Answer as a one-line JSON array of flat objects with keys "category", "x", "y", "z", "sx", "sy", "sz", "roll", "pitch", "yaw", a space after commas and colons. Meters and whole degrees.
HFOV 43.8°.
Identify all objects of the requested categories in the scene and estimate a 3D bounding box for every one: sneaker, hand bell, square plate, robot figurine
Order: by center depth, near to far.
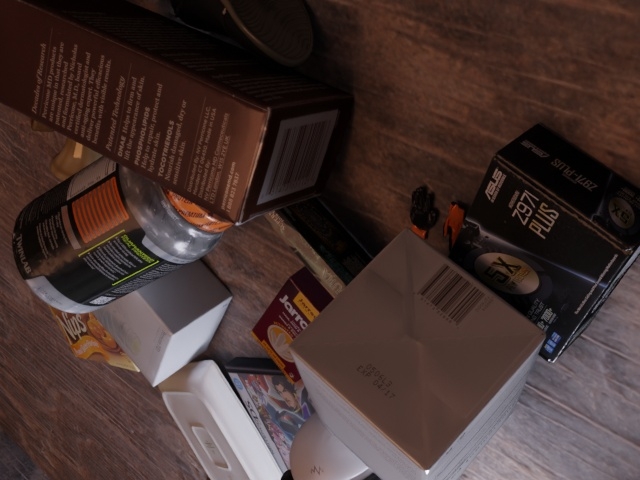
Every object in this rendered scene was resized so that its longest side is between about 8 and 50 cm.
[{"category": "sneaker", "x": -0.095, "y": -0.266, "z": 0.933, "sx": 0.222, "sy": 0.083, "sz": 0.118, "roll": 49, "pitch": 157, "yaw": 11}, {"category": "robot figurine", "x": 0.068, "y": 0.364, "z": 1.156, "sx": 0.278, "sy": 0.209, "sz": 0.173, "roll": 63, "pitch": 165, "yaw": -12}, {"category": "hand bell", "x": -0.368, "y": -0.221, "z": 1.280, "sx": 0.126, "sy": 0.126, "sz": 0.242, "roll": 33, "pitch": 127, "yaw": 29}, {"category": "square plate", "x": -0.199, "y": 0.395, "z": 1.571, "sx": 0.344, "sy": 0.049, "sz": 0.347, "roll": 61, "pitch": 151, "yaw": -6}]

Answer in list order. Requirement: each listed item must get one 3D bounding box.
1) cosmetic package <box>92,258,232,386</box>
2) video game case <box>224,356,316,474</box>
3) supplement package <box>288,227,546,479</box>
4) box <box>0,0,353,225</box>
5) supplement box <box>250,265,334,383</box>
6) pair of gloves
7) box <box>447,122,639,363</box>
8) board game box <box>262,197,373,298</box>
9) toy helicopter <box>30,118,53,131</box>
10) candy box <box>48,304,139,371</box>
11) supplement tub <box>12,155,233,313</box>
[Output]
[{"category": "cosmetic package", "x": -0.296, "y": 0.101, "z": 1.402, "sx": 0.225, "sy": 0.138, "sz": 0.224, "roll": 46, "pitch": 144, "yaw": 12}, {"category": "video game case", "x": -0.029, "y": 0.313, "z": 1.343, "sx": 0.275, "sy": 0.035, "sz": 0.248, "roll": -8, "pitch": 111, "yaw": 52}, {"category": "supplement package", "x": 0.103, "y": 0.156, "z": 0.861, "sx": 0.177, "sy": 0.175, "sz": 0.293, "roll": 39, "pitch": 163, "yaw": 22}, {"category": "box", "x": -0.179, "y": -0.168, "z": 0.920, "sx": 0.381, "sy": 0.191, "sz": 0.143, "roll": 29, "pitch": 115, "yaw": 21}, {"category": "supplement box", "x": -0.015, "y": 0.112, "z": 1.124, "sx": 0.104, "sy": 0.081, "sz": 0.188, "roll": 49, "pitch": 144, "yaw": 10}, {"category": "pair of gloves", "x": 0.134, "y": -0.021, "z": 0.901, "sx": 0.083, "sy": 0.010, "sz": 0.074, "roll": 30, "pitch": 139, "yaw": 36}, {"category": "box", "x": 0.216, "y": 0.006, "z": 0.766, "sx": 0.147, "sy": 0.077, "sz": 0.180, "roll": 41, "pitch": 143, "yaw": 21}, {"category": "board game box", "x": 0.000, "y": 0.000, "z": 0.984, "sx": 0.186, "sy": 0.126, "sz": 0.026, "roll": 48, "pitch": 112, "yaw": 11}, {"category": "toy helicopter", "x": -0.386, "y": -0.326, "z": 1.143, "sx": 0.235, "sy": 0.140, "sz": 0.355, "roll": 58, "pitch": 137, "yaw": 45}, {"category": "candy box", "x": -0.469, "y": 0.167, "z": 1.701, "sx": 0.316, "sy": 0.087, "sz": 0.183, "roll": 0, "pitch": 117, "yaw": 51}, {"category": "supplement tub", "x": -0.272, "y": -0.032, "z": 1.144, "sx": 0.316, "sy": 0.193, "sz": 0.193, "roll": -24, "pitch": 99, "yaw": 28}]
